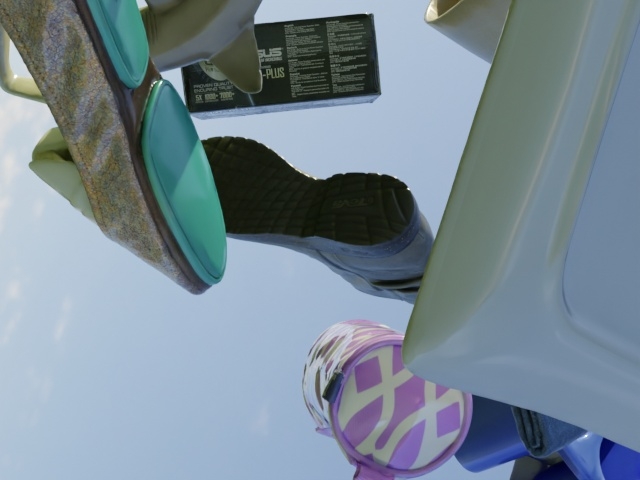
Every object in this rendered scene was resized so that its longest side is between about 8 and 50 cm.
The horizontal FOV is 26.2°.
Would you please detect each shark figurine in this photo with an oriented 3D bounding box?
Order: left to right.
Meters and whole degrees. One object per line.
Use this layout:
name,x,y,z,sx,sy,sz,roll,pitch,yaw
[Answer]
shark figurine,-0.066,-0.169,1.010,0.278,0.166,0.116,-35,-107,56

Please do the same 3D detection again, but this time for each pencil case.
pencil case,0.035,0.096,0.844,0.206,0.086,0.088,-178,-76,-86

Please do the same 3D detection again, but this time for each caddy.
caddy,0.281,0.184,1.614,0.179,0.241,0.341,-34,-163,26

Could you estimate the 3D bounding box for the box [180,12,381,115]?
box,-0.038,-0.163,1.305,0.147,0.180,0.077,-87,171,-86

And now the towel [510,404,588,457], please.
towel,0.178,0.107,0.983,0.029,0.119,0.067,-9,-83,43

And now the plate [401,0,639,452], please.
plate,0.170,-0.038,0.675,0.045,0.278,0.277,13,-97,41

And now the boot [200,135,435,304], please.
boot,0.000,0.000,1.128,0.246,0.161,0.083,15,-109,32

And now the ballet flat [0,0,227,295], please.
ballet flat,-0.151,-0.091,0.906,0.107,0.106,0.316,-74,154,-51

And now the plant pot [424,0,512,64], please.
plant pot,0.311,-0.274,1.649,0.256,0.274,0.256,-49,-168,14
